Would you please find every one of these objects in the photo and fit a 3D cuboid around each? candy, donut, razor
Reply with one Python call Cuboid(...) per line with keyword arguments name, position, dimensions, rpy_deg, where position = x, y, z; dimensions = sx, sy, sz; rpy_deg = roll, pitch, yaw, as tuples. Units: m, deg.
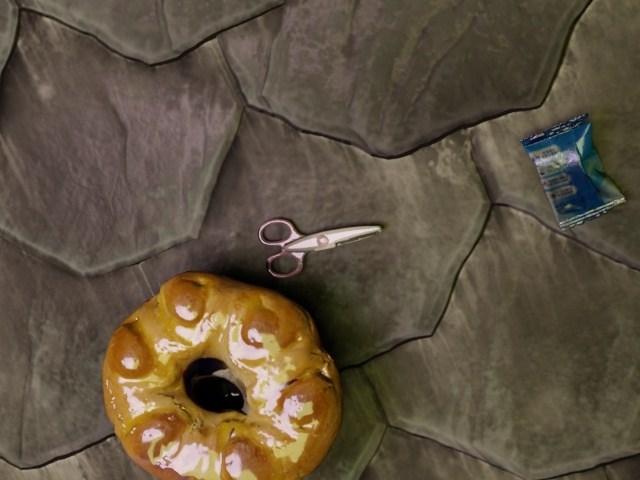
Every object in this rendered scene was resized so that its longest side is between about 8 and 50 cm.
Cuboid(name="candy", position=(0.314, -0.082, 1.074), dimensions=(0.088, 0.038, 0.136), rpy_deg=(-23, 107, 21))
Cuboid(name="donut", position=(-0.128, 0.197, 1.157), dimensions=(0.299, 0.150, 0.317), rpy_deg=(-30, 79, -2))
Cuboid(name="razor", position=(-0.166, 0.253, 1.269), dimensions=(0.148, 0.054, 0.090), rpy_deg=(-14, 97, 16))

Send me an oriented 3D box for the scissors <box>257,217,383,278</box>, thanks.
Cuboid(name="scissors", position=(0.000, 0.000, 1.179), dimensions=(0.176, 0.022, 0.085), rpy_deg=(-12, 96, 19))
